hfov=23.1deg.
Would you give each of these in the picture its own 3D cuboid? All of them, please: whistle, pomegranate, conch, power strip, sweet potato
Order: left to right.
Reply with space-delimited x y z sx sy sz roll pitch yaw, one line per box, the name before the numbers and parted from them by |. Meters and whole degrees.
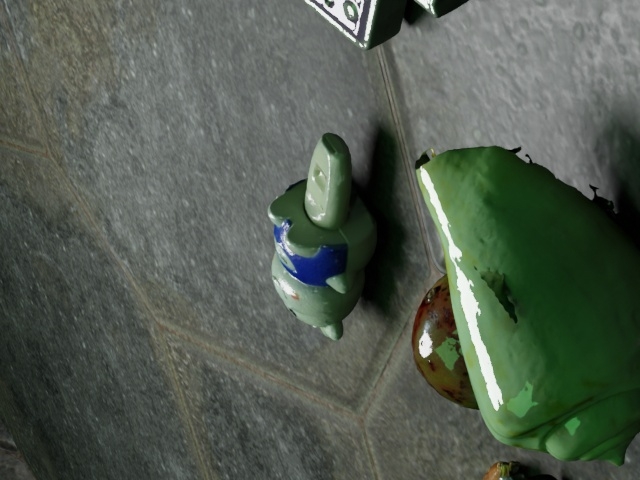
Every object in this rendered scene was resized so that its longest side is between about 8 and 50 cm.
whistle | 0.000 0.000 1.454 0.244 0.092 0.110 95 152 -48
power strip | 0.059 -0.233 1.195 0.145 0.061 0.215 45 149 23
pomegranate | 0.135 0.078 1.238 0.130 0.130 0.130 43 146 38
sweet potato | 0.162 0.220 1.409 0.034 0.034 0.095 55 163 20
conch | 0.170 0.041 1.123 0.143 0.137 0.250 -20 76 51

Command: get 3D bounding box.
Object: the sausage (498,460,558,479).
sausage | 0.246 0.352 1.321 0.371 0.082 0.082 63 154 7
